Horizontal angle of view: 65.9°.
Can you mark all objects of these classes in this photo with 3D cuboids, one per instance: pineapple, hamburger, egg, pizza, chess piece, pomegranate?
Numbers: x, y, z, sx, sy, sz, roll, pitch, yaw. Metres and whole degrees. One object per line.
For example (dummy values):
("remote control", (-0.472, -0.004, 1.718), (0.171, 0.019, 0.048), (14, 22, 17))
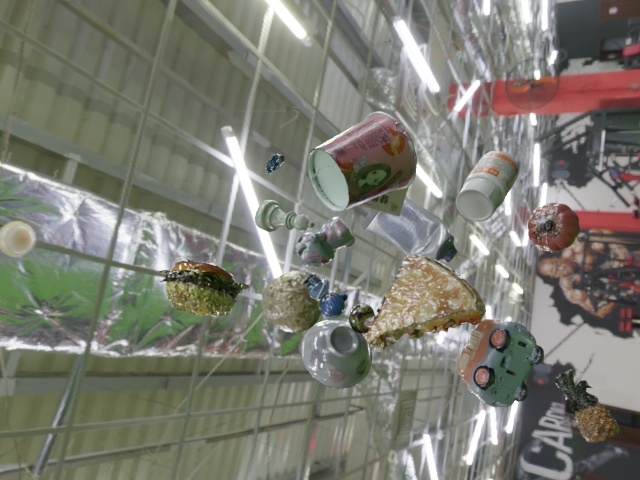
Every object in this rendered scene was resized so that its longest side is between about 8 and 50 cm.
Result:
("pineapple", (0.930, 0.578, 1.741), (0.128, 0.128, 0.248), (32, -149, -58))
("hamburger", (-0.360, 0.149, 1.476), (0.261, 0.243, 0.139), (34, -120, -46))
("egg", (-0.118, 0.259, 2.092), (0.279, 0.310, 0.279), (-1, -86, -21))
("pizza", (0.320, 0.240, 1.709), (0.406, 0.440, 0.130), (-36, -61, -5))
("chess piece", (-0.135, -0.084, 2.067), (0.139, 0.271, 0.139), (-23, -61, -49))
("pomegranate", (0.207, 0.353, 2.213), (0.125, 0.163, 0.138), (-35, -55, -54))

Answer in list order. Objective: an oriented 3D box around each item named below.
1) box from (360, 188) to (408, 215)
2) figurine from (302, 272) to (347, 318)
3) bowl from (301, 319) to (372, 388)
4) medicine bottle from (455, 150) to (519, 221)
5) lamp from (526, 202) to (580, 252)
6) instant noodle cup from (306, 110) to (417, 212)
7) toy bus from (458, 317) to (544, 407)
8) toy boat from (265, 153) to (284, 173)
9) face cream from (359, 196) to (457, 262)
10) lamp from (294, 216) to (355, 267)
("box", (0.161, -0.197, 1.624), (0.062, 0.260, 0.175), (-122, 47, -72))
("figurine", (0.015, 0.162, 1.479), (0.086, 0.149, 0.087), (-47, -10, 11))
("bowl", (0.092, 0.488, 2.272), (0.346, 0.345, 0.157), (-60, -7, -37))
("medicine bottle", (0.551, -0.178, 1.626), (0.252, 0.144, 0.145), (-50, -43, -37))
("lamp", (0.825, -0.048, 1.764), (0.140, 0.182, 0.182), (7, -91, -38))
("instant noodle cup", (0.110, -0.211, 1.393), (0.231, 0.243, 0.243), (-29, -56, -25))
("toy bus", (0.583, 0.398, 1.674), (0.194, 0.232, 0.288), (25, -91, -26))
("toy boat", (-0.215, -0.356, 2.279), (0.060, 0.137, 0.060), (-16, -102, -43))
("face cream", (0.401, -0.044, 2.144), (0.235, 0.420, 0.137), (-54, -20, 0))
("lamp", (0.000, 0.000, 2.588), (0.301, 0.247, 0.247), (-38, -28, 0))
